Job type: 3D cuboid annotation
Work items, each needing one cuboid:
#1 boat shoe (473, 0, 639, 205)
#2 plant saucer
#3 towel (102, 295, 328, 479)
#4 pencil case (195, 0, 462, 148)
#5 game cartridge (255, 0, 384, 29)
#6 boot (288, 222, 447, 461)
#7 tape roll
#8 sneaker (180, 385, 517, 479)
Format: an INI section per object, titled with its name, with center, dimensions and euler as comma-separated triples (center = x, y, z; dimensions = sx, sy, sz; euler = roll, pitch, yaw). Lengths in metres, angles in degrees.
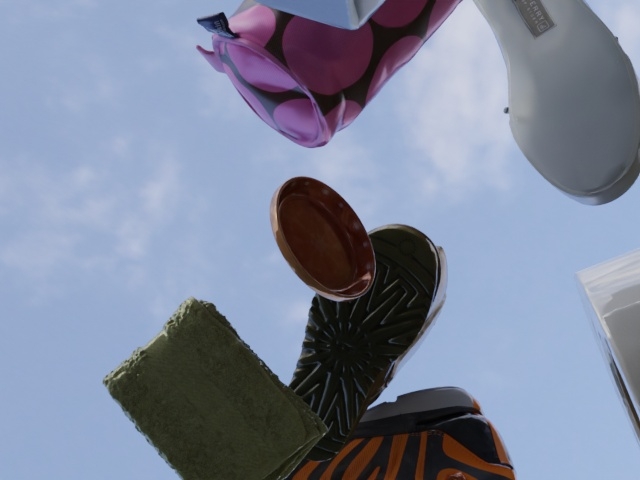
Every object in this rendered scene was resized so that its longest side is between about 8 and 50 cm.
[boat shoe]
center = 0.203, -0.140, 1.255
dimensions = 0.113, 0.306, 0.105
euler = -34, -40, 13
[plant saucer]
center = 0.000, 0.000, 0.899
dimensions = 0.083, 0.013, 0.083
euler = 30, -137, -32
[towel]
center = -0.079, 0.125, 1.095
dimensions = 0.110, 0.027, 0.148
euler = -43, -87, 2
[pencil case]
center = 0.029, -0.154, 0.833
dimensions = 0.209, 0.098, 0.095
euler = -46, -49, -17
[game cartridge]
center = -0.099, -0.203, 0.614
dimensions = 0.062, 0.297, 0.198
euler = -55, -19, -14
[boot]
center = 0.062, 0.052, 1.313
dimensions = 0.089, 0.269, 0.236
euler = 34, -65, 8
[tape roll]
center = 0.326, 0.141, 1.332
dimensions = 0.100, 0.286, 0.286
euler = -21, -67, 6
[sneaker]
center = 0.026, 0.245, 1.294
dimensions = 0.321, 0.180, 0.124
euler = -18, -45, -9
